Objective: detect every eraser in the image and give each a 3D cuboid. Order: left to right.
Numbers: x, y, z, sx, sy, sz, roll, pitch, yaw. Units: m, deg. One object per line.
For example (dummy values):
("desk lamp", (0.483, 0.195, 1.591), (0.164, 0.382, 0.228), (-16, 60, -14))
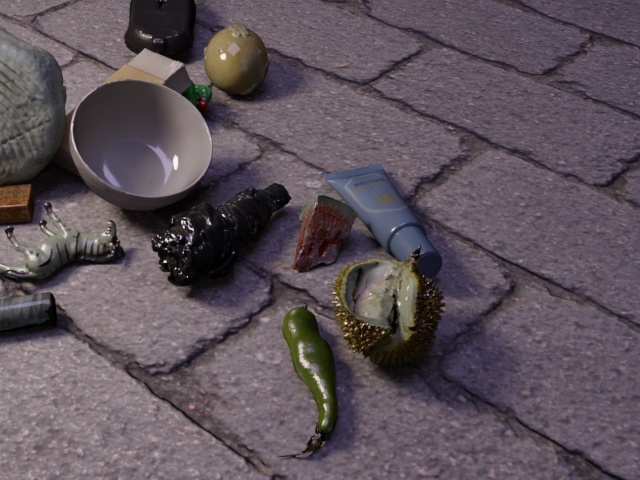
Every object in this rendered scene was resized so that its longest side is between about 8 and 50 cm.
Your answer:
("eraser", (-0.452, -0.287, 2.048), (0.144, 0.078, 0.343), (25, 62, 31))

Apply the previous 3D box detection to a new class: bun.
("bun", (-0.694, -0.279, 1.899), (0.354, 0.355, 0.194), (-4, 19, -6))

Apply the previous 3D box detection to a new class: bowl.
("bowl", (-0.380, -0.178, 1.893), (0.287, 0.144, 0.287), (12, 59, -20))

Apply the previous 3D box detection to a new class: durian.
("durian", (0.121, 0.121, 1.587), (0.193, 0.138, 0.237), (16, 43, 26))

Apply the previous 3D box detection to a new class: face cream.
("face cream", (0.132, -0.052, 1.844), (0.135, 0.086, 0.385), (-12, 36, -16))

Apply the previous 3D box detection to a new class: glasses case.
("glasses case", (-0.702, -0.067, 1.873), (0.218, 0.049, 0.075), (-5, 41, -6))

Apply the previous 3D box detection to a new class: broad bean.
("broad bean", (-0.021, 0.218, 1.531), (0.098, 0.056, 0.318), (0, 41, -1))

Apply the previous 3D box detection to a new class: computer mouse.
("computer mouse", (-0.426, -0.582, 2.452), (0.183, 0.116, 0.323), (0, 46, -3))

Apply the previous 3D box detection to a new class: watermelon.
("watermelon", (0.010, -0.021, 1.786), (0.098, 0.121, 0.158), (22, 43, -9))

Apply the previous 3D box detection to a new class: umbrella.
("umbrella", (-0.195, -0.029, 1.788), (0.154, 0.128, 0.336), (29, 39, 9))

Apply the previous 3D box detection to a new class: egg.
("egg", (-0.206, -0.444, 2.257), (0.164, 0.164, 0.201), (1, 35, 0))

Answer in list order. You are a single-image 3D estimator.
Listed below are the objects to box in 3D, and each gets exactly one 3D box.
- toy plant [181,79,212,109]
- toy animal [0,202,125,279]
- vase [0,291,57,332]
("toy plant", (-0.352, -0.307, 2.141), (0.154, 0.088, 0.240), (15, 46, 15))
("toy animal", (-0.503, 0.019, 1.758), (0.176, 0.073, 0.217), (38, 55, 17))
("vase", (-0.578, 0.135, 1.621), (0.211, 0.060, 0.060), (-9, 40, -9))
